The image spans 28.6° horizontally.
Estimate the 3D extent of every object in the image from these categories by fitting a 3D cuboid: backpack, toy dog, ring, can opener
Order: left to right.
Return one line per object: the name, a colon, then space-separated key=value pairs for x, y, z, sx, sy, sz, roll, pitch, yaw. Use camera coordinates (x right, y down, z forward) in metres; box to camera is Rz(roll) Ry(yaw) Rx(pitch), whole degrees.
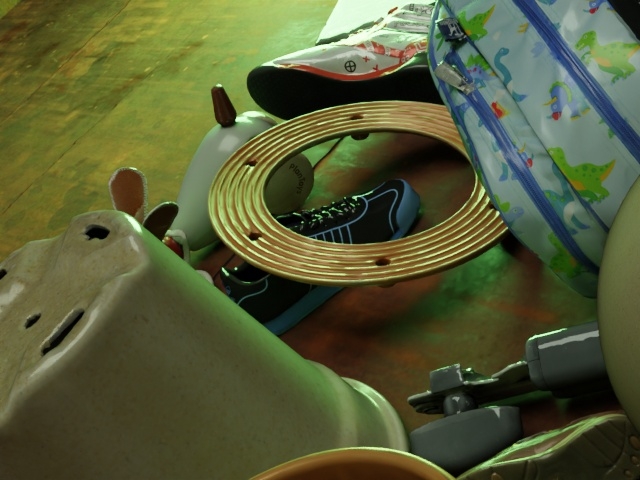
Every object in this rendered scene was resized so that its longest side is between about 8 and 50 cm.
toy dog: x=-0.165 y=-0.057 z=1.500 sx=0.220 sy=0.161 sz=0.334 roll=11 pitch=53 yaw=52
ring: x=0.051 y=-0.050 z=1.299 sx=0.336 sy=0.032 sz=0.337 roll=-6 pitch=35 yaw=4
can opener: x=0.200 y=0.121 z=1.000 sx=0.283 sy=0.076 sz=0.095 roll=-17 pitch=67 yaw=27
backpack: x=0.236 y=-0.121 z=1.110 sx=0.273 sy=0.290 sz=0.355 roll=-45 pitch=37 yaw=2

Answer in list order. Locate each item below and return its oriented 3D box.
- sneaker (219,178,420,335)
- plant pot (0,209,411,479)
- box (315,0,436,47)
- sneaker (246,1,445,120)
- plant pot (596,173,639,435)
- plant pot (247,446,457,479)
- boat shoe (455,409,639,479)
sneaker: x=0.000 y=0.000 z=1.325 sx=0.232 sy=0.090 sz=0.081 roll=-41 pitch=31 yaw=-8
plant pot: x=-0.144 y=0.152 z=1.027 sx=0.333 sy=0.305 sz=0.334 roll=-28 pitch=31 yaw=18
box: x=0.123 y=-0.323 z=1.686 sx=0.231 sy=0.056 sz=0.183 roll=-11 pitch=37 yaw=35
sneaker: x=0.052 y=-0.222 z=1.557 sx=0.270 sy=0.090 sz=0.145 roll=-1 pitch=42 yaw=24
plant pot: x=0.303 y=0.016 z=0.799 sx=0.284 sy=0.191 sz=0.284 roll=-10 pitch=62 yaw=20
plant pot: x=0.020 y=0.303 z=0.773 sx=0.291 sy=0.203 sz=0.291 roll=-25 pitch=32 yaw=17
boat shoe: x=0.165 y=0.180 z=0.950 sx=0.178 sy=0.064 sz=0.060 roll=-27 pitch=2 yaw=11
